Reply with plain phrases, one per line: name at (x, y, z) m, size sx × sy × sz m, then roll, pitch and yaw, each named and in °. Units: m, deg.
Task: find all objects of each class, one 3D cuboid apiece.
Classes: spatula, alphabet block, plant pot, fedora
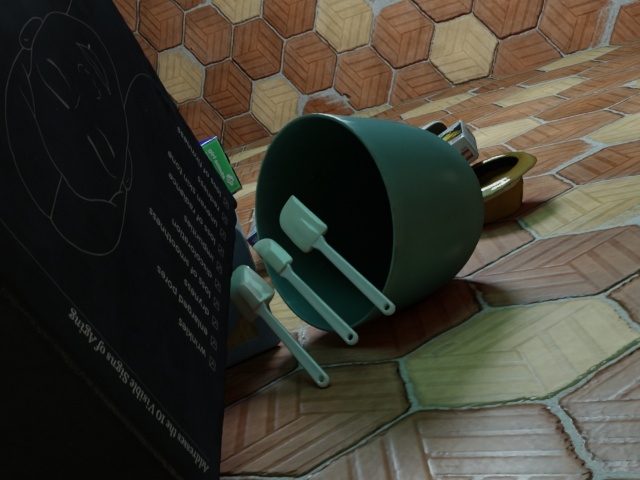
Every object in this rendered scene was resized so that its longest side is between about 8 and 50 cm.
spatula at (-0.021, 0.069, 1.137) m, size 0.168 × 0.019 × 0.242 m, roll -49°, pitch 53°, yaw 5°
alphabet block at (-0.198, 0.085, 1.307) m, size 0.193 × 0.193 × 0.197 m, roll -22°, pitch 13°, yaw -16°
plant pot at (0.086, -0.036, 1.241) m, size 0.235 × 0.292 × 0.293 m, roll -10°, pitch 5°, yaw -39°
fedora at (0.296, -0.083, 1.533) m, size 0.194 × 0.079 × 0.194 m, roll -25°, pitch 17°, yaw 8°

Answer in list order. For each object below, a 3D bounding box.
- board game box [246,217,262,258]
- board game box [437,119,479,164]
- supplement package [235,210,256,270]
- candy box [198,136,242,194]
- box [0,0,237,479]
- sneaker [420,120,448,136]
board game box at (-0.023, -0.089, 1.827) m, size 0.233 × 0.078 × 0.347 m, roll -37°, pitch 12°, yaw 11°
board game box at (0.159, -0.106, 1.670) m, size 0.305 × 0.053 × 0.193 m, roll -36°, pitch 9°, yaw 15°
supplement package at (-0.274, 0.030, 1.715) m, size 0.203 × 0.149 × 0.194 m, roll -27°, pitch 17°, yaw -31°
candy box at (-0.341, -0.057, 1.577) m, size 0.268 × 0.122 × 0.317 m, roll -14°, pitch 18°, yaw 35°
box at (-0.315, -0.006, 0.880) m, size 0.298 × 0.479 × 0.471 m, roll -18°, pitch 41°, yaw 12°
sneaker at (0.194, -0.213, 2.182) m, size 0.290 × 0.105 × 0.123 m, roll -21°, pitch 2°, yaw -41°
